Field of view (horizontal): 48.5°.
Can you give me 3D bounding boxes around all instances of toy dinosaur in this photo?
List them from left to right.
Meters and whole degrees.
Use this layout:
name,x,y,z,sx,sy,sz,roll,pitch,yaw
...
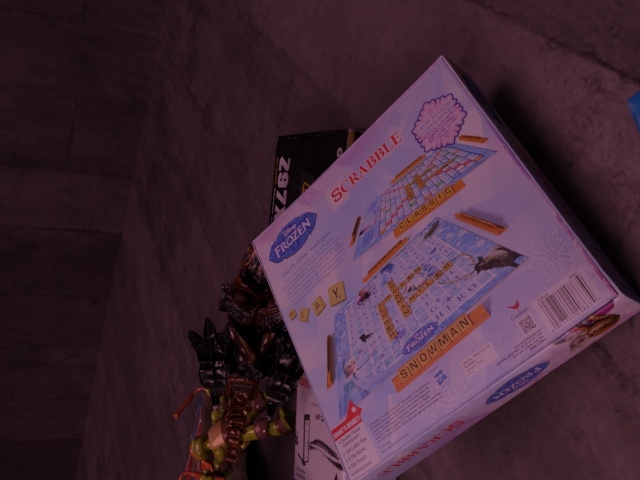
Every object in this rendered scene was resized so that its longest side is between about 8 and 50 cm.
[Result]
name,x,y,z,sx,sy,sz,roll,pitch,yaw
toy dinosaur,-0.093,0.158,1.036,0.218,0.164,0.322,-147,46,-83

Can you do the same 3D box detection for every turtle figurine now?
name,x,y,z,sx,sy,sz,roll,pitch,yaw
turtle figurine,-0.139,0.325,1.179,0.217,0.087,0.270,-30,32,14

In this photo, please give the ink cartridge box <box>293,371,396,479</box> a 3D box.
name,x,y,z,sx,sy,sz,roll,pitch,yaw
ink cartridge box,0.031,0.273,0.955,0.148,0.085,0.203,-11,77,63

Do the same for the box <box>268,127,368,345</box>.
name,x,y,z,sx,sy,sz,roll,pitch,yaw
box,0.000,0.000,1.071,0.257,0.079,0.322,-168,83,-65

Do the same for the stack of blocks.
name,x,y,z,sx,sy,sz,roll,pitch,yaw
stack of blocks,-0.197,0.441,1.297,0.297,0.087,0.171,-107,32,-63

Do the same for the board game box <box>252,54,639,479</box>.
name,x,y,z,sx,sy,sz,roll,pitch,yaw
board game box,0.096,0.029,0.730,0.318,0.065,0.318,-42,53,24

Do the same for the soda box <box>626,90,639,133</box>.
name,x,y,z,sx,sy,sz,roll,pitch,yaw
soda box,0.295,-0.027,0.496,0.067,0.071,0.210,-47,46,51
